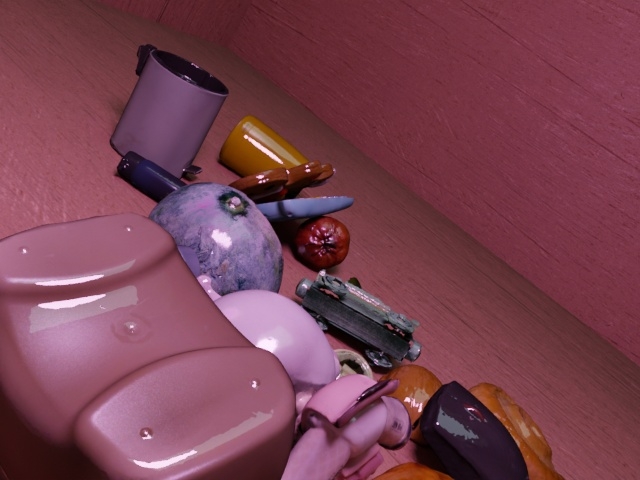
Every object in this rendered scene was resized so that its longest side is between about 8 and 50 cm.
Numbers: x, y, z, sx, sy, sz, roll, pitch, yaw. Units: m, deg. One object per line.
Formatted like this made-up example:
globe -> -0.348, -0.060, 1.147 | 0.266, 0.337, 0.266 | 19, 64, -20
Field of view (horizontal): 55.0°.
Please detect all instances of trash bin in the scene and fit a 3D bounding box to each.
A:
trash bin -> -0.393, -0.327, 1.605 | 0.277, 0.262, 0.217 | 32, 20, -3

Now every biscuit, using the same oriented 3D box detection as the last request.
biscuit -> -0.119, -0.137, 1.613 | 0.432, 0.283, 0.064 | -27, 98, -78
biscuit -> 0.402, 0.407, 1.302 | 0.213, 0.091, 0.274 | 37, 19, -31

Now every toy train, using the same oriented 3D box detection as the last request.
toy train -> 0.092, 0.159, 1.370 | 0.308, 0.126, 0.189 | 29, 21, 3

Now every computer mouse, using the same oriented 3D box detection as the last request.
computer mouse -> 0.298, 0.384, 1.116 | 0.269, 0.100, 0.170 | 53, 26, 1

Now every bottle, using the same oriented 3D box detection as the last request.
bottle -> -0.365, -0.125, 1.453 | 0.245, 0.072, 0.082 | 33, 15, 0

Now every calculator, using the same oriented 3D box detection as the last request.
calculator -> -0.067, -0.086, 1.640 | 0.256, 0.054, 0.386 | -5, 5, 28

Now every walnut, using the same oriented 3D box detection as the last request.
walnut -> 0.201, 0.314, 1.257 | 0.167, 0.087, 0.211 | 27, 20, -4

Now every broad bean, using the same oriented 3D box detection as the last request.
broad bean -> 0.102, 0.158, 1.541 | 0.069, 0.039, 0.226 | 13, 28, -28

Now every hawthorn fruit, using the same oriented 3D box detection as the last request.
hawthorn fruit -> 0.000, 0.000, 1.623 | 0.148, 0.148, 0.172 | 27, 5, -16

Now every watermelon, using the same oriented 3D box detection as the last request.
watermelon -> -0.211, -0.003, 1.251 | 0.322, 0.175, 0.188 | 33, 19, 4

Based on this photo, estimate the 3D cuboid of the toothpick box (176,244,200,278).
toothpick box -> -0.304, 0.054, 1.088 | 0.153, 0.101, 0.101 | 7, 32, -49

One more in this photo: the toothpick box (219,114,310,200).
toothpick box -> -0.159, -0.246, 1.901 | 0.271, 0.175, 0.175 | 35, 20, -3

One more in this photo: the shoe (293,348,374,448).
shoe -> 0.008, 0.270, 1.052 | 0.140, 0.128, 0.262 | 22, 15, 12

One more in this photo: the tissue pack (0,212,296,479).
tissue pack -> -0.227, 0.175, 0.690 | 0.268, 0.276, 0.387 | -14, 47, -46

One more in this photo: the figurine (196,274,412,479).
figurine -> -0.052, 0.200, 0.876 | 0.361, 0.210, 0.253 | 24, 22, 40

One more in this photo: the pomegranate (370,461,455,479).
pomegranate -> 0.117, 0.387, 0.785 | 0.215, 0.215, 0.215 | 28, 20, -12
